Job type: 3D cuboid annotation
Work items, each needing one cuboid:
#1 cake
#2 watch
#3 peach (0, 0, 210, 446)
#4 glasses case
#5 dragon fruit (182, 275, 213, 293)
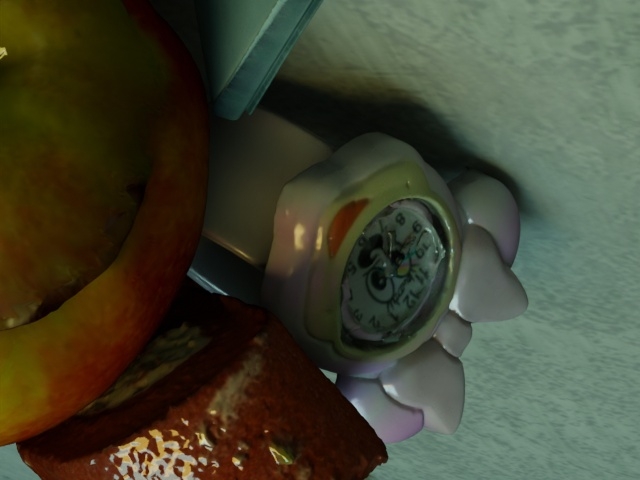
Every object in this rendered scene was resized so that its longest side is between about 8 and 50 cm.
[{"bbox_3d":[-0.087,0.136,1.328,0.151,0.177,0.283,49,167,-18],"label":"cake"},{"bbox_3d":[0.000,0.000,1.429,0.217,0.211,0.248,22,164,44],"label":"watch"},{"bbox_3d":[-0.240,-0.038,1.264,0.370,0.370,0.370,13,156,6],"label":"peach"},{"bbox_3d":[-0.015,-0.169,1.154,0.056,0.105,0.266,-5,163,-19],"label":"glasses case"},{"bbox_3d":[-0.156,0.080,1.579,0.252,0.241,0.241,26,165,34],"label":"dragon fruit"}]
